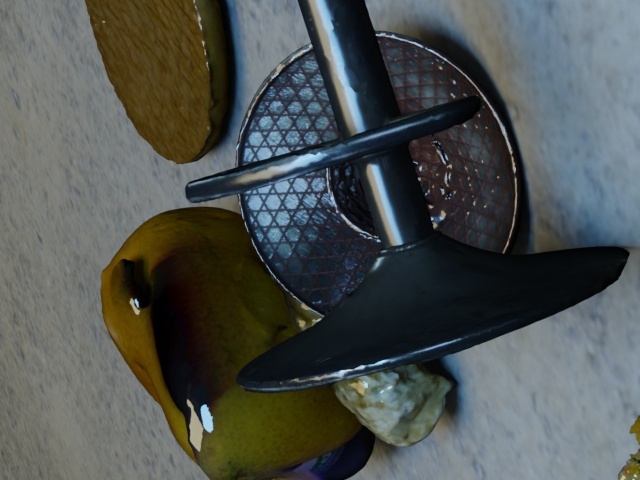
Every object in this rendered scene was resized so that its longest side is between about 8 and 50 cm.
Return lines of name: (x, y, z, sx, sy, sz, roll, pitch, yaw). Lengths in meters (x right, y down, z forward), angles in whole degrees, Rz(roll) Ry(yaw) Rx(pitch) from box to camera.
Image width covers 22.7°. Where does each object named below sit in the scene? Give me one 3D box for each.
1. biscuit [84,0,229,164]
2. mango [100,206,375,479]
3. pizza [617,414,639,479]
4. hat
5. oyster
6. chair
biscuit: (-0.140, -0.190, 1.346, 0.262, 0.037, 0.262, 43, 143, 45)
mango: (-0.070, 0.084, 1.239, 0.287, 0.152, 0.201, 53, 163, 40)
pizza: (0.210, 0.218, 0.879, 0.201, 0.053, 0.193, 53, 149, 35)
hat: (0.048, -0.041, 1.019, 0.193, 0.082, 0.193, 6, 103, 24)
oyster: (-0.003, 0.005, 1.146, 0.166, 0.094, 0.294, 84, 160, -43)
chair: (0.001, -0.142, 0.849, 0.226, 0.226, 0.401, -10, 98, 65)
